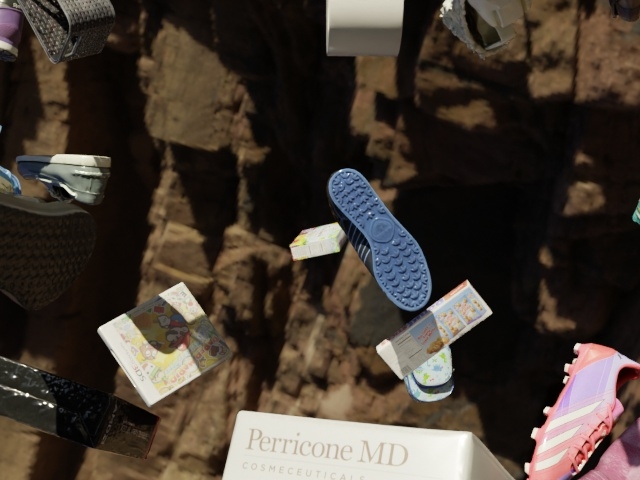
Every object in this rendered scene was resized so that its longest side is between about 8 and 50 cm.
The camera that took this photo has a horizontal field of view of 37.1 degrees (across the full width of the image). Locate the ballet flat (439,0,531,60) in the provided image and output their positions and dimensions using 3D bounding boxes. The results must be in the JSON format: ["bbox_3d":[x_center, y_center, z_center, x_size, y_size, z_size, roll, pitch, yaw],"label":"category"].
[{"bbox_3d":[0.261,-0.368,1.416,0.409,0.147,0.147,29,-99,-83],"label":"ballet flat"}]

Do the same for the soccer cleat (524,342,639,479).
[{"bbox_3d":[0.341,0.241,1.245,0.248,0.095,0.083,-57,-31,-31],"label":"soccer cleat"}]

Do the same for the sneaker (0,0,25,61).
[{"bbox_3d":[-0.669,-0.413,1.744,0.107,0.283,0.124,41,-119,-79],"label":"sneaker"}]

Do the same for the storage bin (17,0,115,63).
[{"bbox_3d":[-0.416,-0.391,1.528,0.084,0.180,0.122,-24,-10,-35],"label":"storage bin"}]

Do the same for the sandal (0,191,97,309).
[{"bbox_3d":[-0.428,-0.009,1.299,0.167,0.107,0.446,-54,-11,-3],"label":"sandal"}]

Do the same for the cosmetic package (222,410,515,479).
[{"bbox_3d":[0.056,0.464,1.237,0.327,0.329,0.394,48,-132,-55],"label":"cosmetic package"}]

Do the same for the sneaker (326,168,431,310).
[{"bbox_3d":[0.085,-0.004,1.398,0.081,0.232,0.090,-30,2,-1],"label":"sneaker"}]

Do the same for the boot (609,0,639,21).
[{"bbox_3d":[0.330,-0.292,1.057,0.118,0.042,0.087,-76,-25,-62],"label":"boot"}]

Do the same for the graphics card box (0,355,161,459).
[{"bbox_3d":[-0.423,0.288,1.619,0.371,0.232,0.094,86,-157,-74],"label":"graphics card box"}]

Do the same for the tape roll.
[{"bbox_3d":[0.099,-0.549,2.206,0.246,0.169,0.246,-179,90,-88],"label":"tape roll"}]

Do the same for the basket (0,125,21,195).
[{"bbox_3d":[-0.595,-0.048,1.544,0.289,0.201,0.255,-23,46,62],"label":"basket"}]

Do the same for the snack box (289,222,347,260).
[{"bbox_3d":[0.000,0.000,1.984,0.141,0.100,0.037,-57,-46,-73],"label":"snack box"}]

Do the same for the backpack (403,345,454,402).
[{"bbox_3d":[0.216,0.265,1.903,0.084,0.105,0.114,109,154,-77],"label":"backpack"}]

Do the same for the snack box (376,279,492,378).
[{"bbox_3d":[0.176,0.139,1.479,0.178,0.064,0.022,-38,17,9],"label":"snack box"}]

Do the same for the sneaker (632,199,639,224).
[{"bbox_3d":[0.664,0.024,1.740,0.110,0.107,0.275,112,145,-51],"label":"sneaker"}]

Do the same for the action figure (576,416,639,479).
[{"bbox_3d":[0.483,0.447,1.593,0.370,0.248,0.275,-26,1,-15],"label":"action figure"}]

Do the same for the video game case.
[{"bbox_3d":[-0.339,0.225,2.098,0.227,0.206,0.026,-30,-13,-33],"label":"video game case"}]

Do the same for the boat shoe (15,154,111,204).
[{"bbox_3d":[-0.521,-0.121,1.903,0.116,0.319,0.099,-1,-86,-42],"label":"boat shoe"}]
